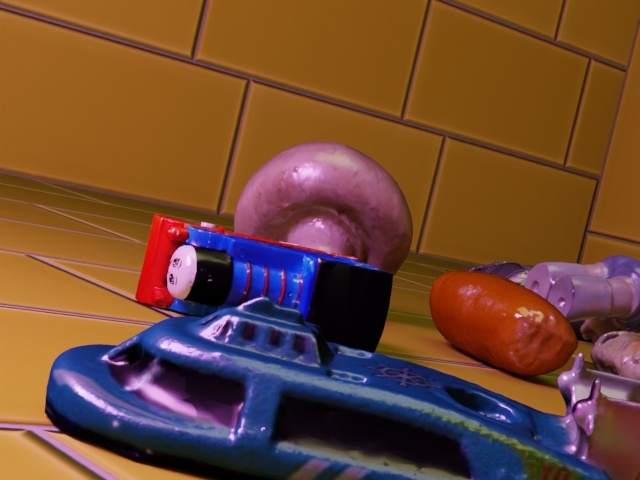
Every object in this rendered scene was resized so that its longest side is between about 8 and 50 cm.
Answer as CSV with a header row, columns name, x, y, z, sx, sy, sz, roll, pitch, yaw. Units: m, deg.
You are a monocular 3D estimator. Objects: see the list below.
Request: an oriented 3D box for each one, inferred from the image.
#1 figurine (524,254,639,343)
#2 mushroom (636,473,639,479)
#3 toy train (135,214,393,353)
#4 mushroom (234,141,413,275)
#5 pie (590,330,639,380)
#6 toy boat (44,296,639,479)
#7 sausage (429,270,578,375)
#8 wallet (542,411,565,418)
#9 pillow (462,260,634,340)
name,x,y,z,sx,sy,sz,roll,pitch,yaw
figurine,0.432,0.078,1.547,0.381,0.205,0.224,7,12,-41
mushroom,0.231,0.126,0.759,0.129,0.073,0.088,8,36,-10
toy train,-0.049,0.039,1.172,0.204,0.083,0.131,11,5,-26
mushroom,0.000,0.000,1.472,0.204,0.204,0.204,13,3,-1
pie,0.417,0.150,1.311,0.306,0.071,0.306,12,4,-1
toy boat,0.017,0.077,0.652,0.298,0.092,0.134,14,6,2
sausage,0.177,0.080,1.338,0.098,0.098,0.238,12,5,-17
wallet,0.120,0.119,0.811,0.152,0.039,0.118,14,0,-21
pillow,0.367,0.094,1.941,0.335,0.093,0.161,13,-3,-1
